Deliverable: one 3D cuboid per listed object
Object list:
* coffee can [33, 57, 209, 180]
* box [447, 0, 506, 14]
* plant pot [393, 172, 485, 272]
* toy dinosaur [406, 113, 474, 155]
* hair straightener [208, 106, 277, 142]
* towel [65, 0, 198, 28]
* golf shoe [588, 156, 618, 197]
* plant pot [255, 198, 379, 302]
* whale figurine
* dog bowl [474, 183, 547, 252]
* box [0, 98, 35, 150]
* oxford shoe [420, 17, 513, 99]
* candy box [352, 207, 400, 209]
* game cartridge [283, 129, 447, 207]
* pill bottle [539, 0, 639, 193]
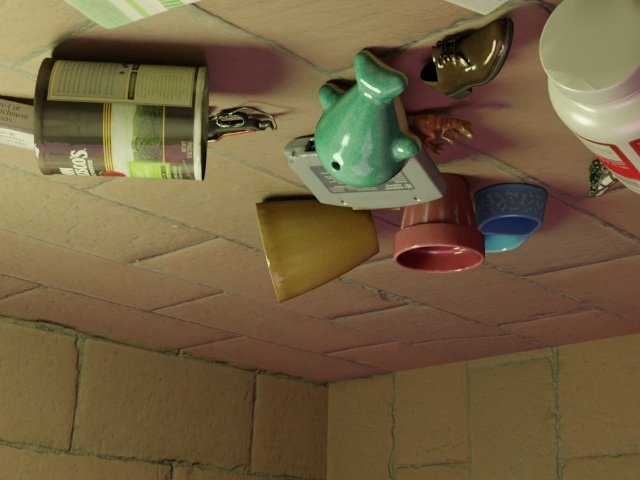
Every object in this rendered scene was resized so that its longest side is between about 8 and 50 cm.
[{"bbox_3d":[-0.335,-0.208,1.780,0.275,0.201,0.201,2,161,-3],"label":"coffee can"},{"bbox_3d":[0.174,-0.386,1.325,0.170,0.130,0.091,12,159,-29],"label":"box"},{"bbox_3d":[0.257,-0.041,2.255,0.201,0.180,0.201,1,162,0],"label":"plant pot"},{"bbox_3d":[0.194,-0.221,1.955,0.212,0.064,0.112,7,152,22],"label":"toy dinosaur"},{"bbox_3d":[-0.192,-0.218,1.969,0.230,0.047,0.089,0,161,23],"label":"hair straightener"},{"bbox_3d":[-0.253,-0.395,1.478,0.325,0.038,0.248,-9,159,28],"label":"towel"},{"bbox_3d":[0.600,-0.140,2.103,0.094,0.077,0.198,0,162,3],"label":"golf shoe"},{"bbox_3d":[0.000,0.000,2.378,0.254,0.237,0.237,-13,160,1],"label":"plant pot"},{"bbox_3d":[0.073,-0.201,1.806,0.216,0.141,0.272,36,149,14],"label":"whale figurine"},{"bbox_3d":[0.421,-0.045,2.398,0.166,0.074,0.297,4,162,-8],"label":"dog bowl"},{"bbox_3d":[-0.495,-0.201,1.948,0.324,0.067,0.063,13,154,-6],"label":"box"},{"bbox_3d":[0.232,-0.295,1.669,0.096,0.082,0.227,13,157,-20],"label":"oxford shoe"},{"bbox_3d":[0.116,-0.120,2.234,0.109,0.053,0.186,0,160,7],"label":"candy box"},{"bbox_3d":[0.094,-0.136,2.049,0.294,0.060,0.196,-1,143,34],"label":"game cartridge"},{"bbox_3d":[0.496,-0.230,1.610,0.229,0.229,0.408,-10,158,31],"label":"pill bottle"}]
